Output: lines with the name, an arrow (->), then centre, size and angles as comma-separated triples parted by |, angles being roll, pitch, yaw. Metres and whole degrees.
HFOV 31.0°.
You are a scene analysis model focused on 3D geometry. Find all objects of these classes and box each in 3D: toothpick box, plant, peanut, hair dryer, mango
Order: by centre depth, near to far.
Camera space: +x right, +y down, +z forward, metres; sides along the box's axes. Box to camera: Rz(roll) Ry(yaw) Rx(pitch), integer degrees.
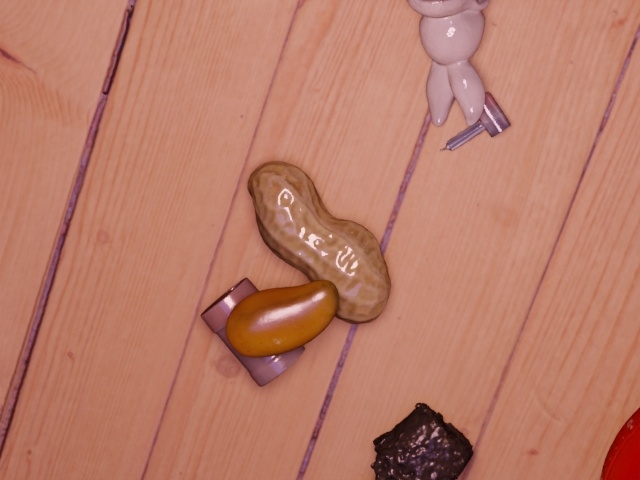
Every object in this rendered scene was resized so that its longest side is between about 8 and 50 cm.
mango -> -0.055, 0.116, 1.740 | 0.184, 0.085, 0.102 | -22, 106, 5
hair dryer -> 0.229, -0.172, 1.779 | 0.114, 0.037, 0.063 | -34, 93, 18
peanut -> 0.000, 0.000, 1.786 | 0.136, 0.120, 0.298 | -43, 93, 15
plant -> 0.140, 0.365, 1.832 | 0.131, 0.142, 0.203 | 35, 93, -10
toothpick box -> -0.107, 0.146, 1.834 | 0.098, 0.098, 0.149 | -38, 94, 11

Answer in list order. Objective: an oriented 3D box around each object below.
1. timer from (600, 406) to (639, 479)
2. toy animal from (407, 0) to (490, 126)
timer -> 0.606, 0.396, 1.710 | 0.377, 0.279, 0.378 | 1, 102, 5
toy animal -> 0.203, -0.288, 1.736 | 0.103, 0.131, 0.221 | 8, 128, 32
